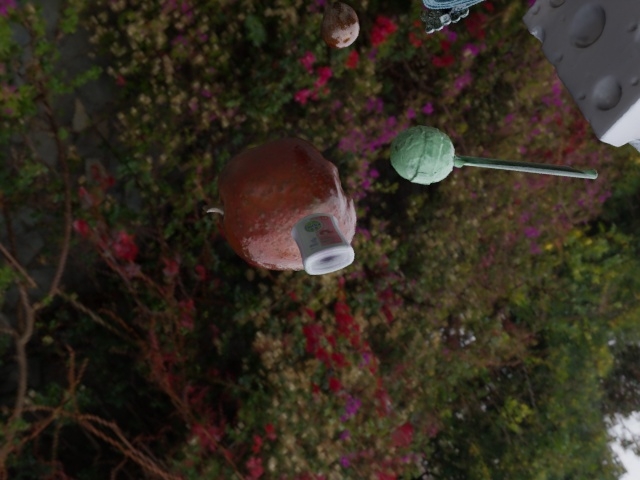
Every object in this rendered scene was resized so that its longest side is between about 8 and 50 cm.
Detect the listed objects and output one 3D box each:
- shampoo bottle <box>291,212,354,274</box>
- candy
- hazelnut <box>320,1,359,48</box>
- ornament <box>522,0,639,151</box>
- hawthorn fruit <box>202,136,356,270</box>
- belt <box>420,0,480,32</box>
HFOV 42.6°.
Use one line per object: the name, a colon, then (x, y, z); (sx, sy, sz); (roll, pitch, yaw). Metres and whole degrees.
shampoo bottle: (0.000, 0.000, 1.159); (0.072, 0.043, 0.099); (-14, -140, -8)
candy: (0.353, -0.152, 1.652); (0.440, 0.119, 0.119); (6, -159, -11)
hazelnut: (0.034, -0.406, 1.547); (0.086, 0.086, 0.086); (-28, -156, 14)
ornament: (0.433, -0.246, 0.954); (0.239, 0.240, 0.239); (-53, -142, 35)
hawthorn fruit: (-0.084, -0.070, 1.635); (0.300, 0.275, 0.275); (-5, -158, -7)
belt: (0.258, -0.428, 1.410); (0.179, 0.100, 0.065); (-13, -128, 5)
